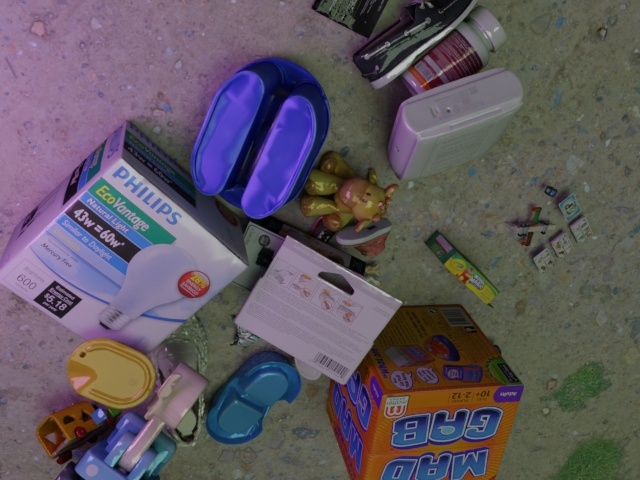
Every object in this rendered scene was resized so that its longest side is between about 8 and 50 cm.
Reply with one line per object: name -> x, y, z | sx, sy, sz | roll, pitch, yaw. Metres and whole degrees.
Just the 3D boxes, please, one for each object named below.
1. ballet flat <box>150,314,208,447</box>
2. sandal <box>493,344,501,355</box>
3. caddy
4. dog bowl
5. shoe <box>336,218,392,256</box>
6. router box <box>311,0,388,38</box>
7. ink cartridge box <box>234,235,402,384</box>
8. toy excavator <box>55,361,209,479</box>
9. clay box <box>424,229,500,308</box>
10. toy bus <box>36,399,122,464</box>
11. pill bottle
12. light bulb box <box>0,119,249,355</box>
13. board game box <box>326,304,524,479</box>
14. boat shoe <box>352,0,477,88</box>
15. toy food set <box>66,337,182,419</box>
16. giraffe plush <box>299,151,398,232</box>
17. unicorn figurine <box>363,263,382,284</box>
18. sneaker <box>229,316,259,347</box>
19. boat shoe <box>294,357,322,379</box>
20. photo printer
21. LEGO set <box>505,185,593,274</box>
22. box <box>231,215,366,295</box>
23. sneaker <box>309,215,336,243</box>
ballet flat -> -0.344, 0.351, 1.654 | 0.147, 0.147, 0.409 | -7, 118, -11
sandal -> 0.485, 0.363, 1.942 | 0.067, 0.040, 0.179 | -5, 133, -7
caddy -> -0.124, -0.211, 1.393 | 0.241, 0.179, 0.341 | 26, 110, -2
dog bowl -> -0.184, 0.416, 1.764 | 0.166, 0.074, 0.297 | 37, 102, -28
shoe -> 0.103, 0.006, 1.600 | 0.178, 0.063, 0.081 | -19, 129, -42
router box -> 0.081, -0.526, 1.352 | 0.133, 0.046, 0.179 | 20, 111, -24
ink cartridge box -> -0.005, 0.150, 1.484 | 0.296, 0.066, 0.261 | 31, 113, -5
toy excavator -> -0.431, 0.485, 1.568 | 0.222, 0.433, 0.445 | 35, 78, -1
clay box -> 0.374, 0.077, 1.704 | 0.222, 0.127, 0.053 | 38, 102, -29
toy bus -> -0.599, 0.452, 1.640 | 0.191, 0.104, 0.202 | -34, 166, -23
pill bottle -> 0.286, -0.396, 1.433 | 0.221, 0.121, 0.121 | -39, 120, 7
light bulb box -> -0.406, 0.012, 1.402 | 0.361, 0.225, 0.358 | -41, 120, 10
board game box -> 0.244, 0.413, 1.713 | 0.356, 0.356, 0.356 | 0, 117, -15
boat shoe -> 0.201, -0.450, 1.385 | 0.302, 0.114, 0.091 | -43, 113, 0
toy food set -> -0.414, 0.275, 1.368 | 0.218, 0.071, 0.128 | 31, 88, -19
giraffe plush -> 0.078, -0.093, 1.488 | 0.210, 0.170, 0.181 | 11, 99, -23
unicorn figurine -> 0.100, 0.136, 1.705 | 0.111, 0.060, 0.162 | 0, 97, -19
sneaker -> -0.209, 0.243, 1.685 | 0.069, 0.038, 0.098 | -39, 120, 6
boat shoe -> -0.010, 0.200, 1.703 | 0.099, 0.116, 0.319 | -28, 125, -53
photo printer -> 0.278, -0.237, 1.438 | 0.256, 0.307, 0.107 | -20, 77, -5
LEGO set -> 0.610, -0.042, 1.764 | 0.182, 0.060, 0.244 | -40, 129, 4
box -> -0.058, 0.073, 1.547 | 0.290, 0.087, 0.169 | 25, 111, -1
sneaker -> 0.000, 0.000, 1.598 | 0.061, 0.065, 0.158 | 35, 104, -28
